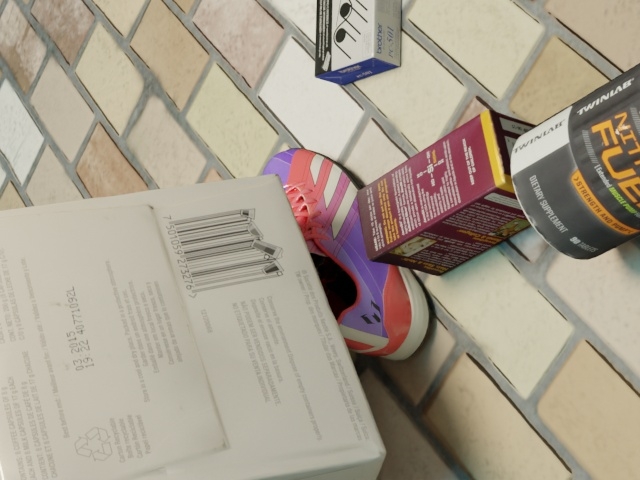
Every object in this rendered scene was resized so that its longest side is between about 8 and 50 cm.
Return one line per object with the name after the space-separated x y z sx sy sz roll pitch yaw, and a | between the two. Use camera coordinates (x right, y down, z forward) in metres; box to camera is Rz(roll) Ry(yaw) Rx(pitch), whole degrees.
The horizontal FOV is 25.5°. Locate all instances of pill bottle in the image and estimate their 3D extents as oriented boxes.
0.289 -0.088 1.186 0.245 0.130 0.130 -32 58 41 | pill bottle

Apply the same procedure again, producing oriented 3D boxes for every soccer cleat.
0.000 0.000 1.509 0.109 0.116 0.318 -55 45 25 | soccer cleat

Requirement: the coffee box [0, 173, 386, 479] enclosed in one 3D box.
-0.172 0.180 1.413 0.334 0.338 0.338 104 152 -52 | coffee box

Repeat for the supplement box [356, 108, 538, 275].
0.137 -0.042 1.371 0.188 0.104 0.081 -31 58 41 | supplement box

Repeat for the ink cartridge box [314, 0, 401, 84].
0.042 -0.287 1.586 0.097 0.046 0.207 -12 72 46 | ink cartridge box
